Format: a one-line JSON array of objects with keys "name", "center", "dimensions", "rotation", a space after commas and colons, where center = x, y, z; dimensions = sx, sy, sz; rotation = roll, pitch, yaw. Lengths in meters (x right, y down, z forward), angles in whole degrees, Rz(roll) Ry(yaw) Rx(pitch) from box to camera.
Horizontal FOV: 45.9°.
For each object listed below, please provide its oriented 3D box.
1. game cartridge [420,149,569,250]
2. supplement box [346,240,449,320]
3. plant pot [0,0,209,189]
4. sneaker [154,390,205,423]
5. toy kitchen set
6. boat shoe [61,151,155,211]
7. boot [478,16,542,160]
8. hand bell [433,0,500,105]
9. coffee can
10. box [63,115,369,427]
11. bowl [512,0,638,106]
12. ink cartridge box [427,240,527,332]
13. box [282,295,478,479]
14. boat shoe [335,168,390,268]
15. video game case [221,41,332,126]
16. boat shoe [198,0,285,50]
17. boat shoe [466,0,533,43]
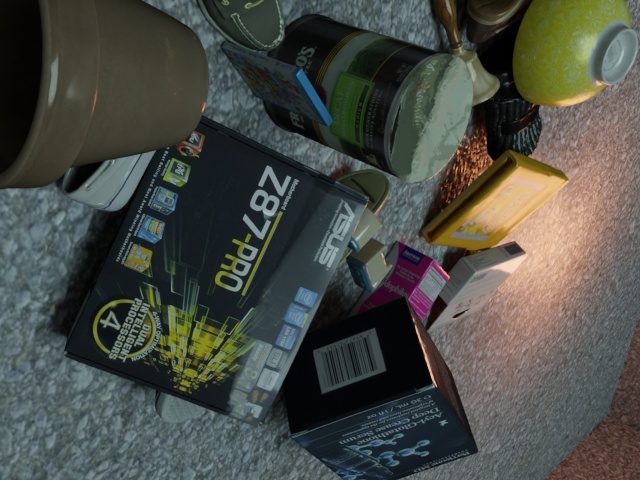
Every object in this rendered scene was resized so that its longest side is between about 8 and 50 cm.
[{"name": "game cartridge", "center": [0.426, -0.082, 1.809], "dimensions": [0.285, 0.053, 0.323], "rotation": [-46, 150, 26]}, {"name": "supplement box", "center": [0.174, 0.131, 1.696], "dimensions": [0.220, 0.111, 0.114], "rotation": [-56, 142, -8]}, {"name": "plant pot", "center": [-0.259, -0.184, 0.841], "dimensions": [0.229, 0.263, 0.263], "rotation": [-2, 115, -47]}, {"name": "sneaker", "center": [-0.187, 0.148, 1.272], "dimensions": [0.321, 0.127, 0.126], "rotation": [-55, 142, 1]}, {"name": "toy kitchen set", "center": [0.000, 0.000, 1.327], "dimensions": [0.122, 0.207, 0.166], "rotation": [-46, 144, -19]}, {"name": "boat shoe", "center": [-0.263, -0.167, 1.005], "dimensions": [0.268, 0.096, 0.088], "rotation": [-58, 149, 10]}, {"name": "boot", "center": [0.493, -0.365, 1.729], "dimensions": [0.348, 0.131, 0.260], "rotation": [-37, 132, -13]}, {"name": "hand bell", "center": [0.264, -0.397, 1.493], "dimensions": [0.126, 0.126, 0.242], "rotation": [-43, 127, -23]}, {"name": "coffee can", "center": [0.072, -0.230, 1.202], "dimensions": [0.201, 0.275, 0.202], "rotation": [-28, 132, -37]}, {"name": "box", "center": [-0.154, 0.042, 1.130], "dimensions": [0.318, 0.097, 0.395], "rotation": [25, 94, -17]}, {"name": "bowl", "center": [0.550, -0.397, 1.550], "dimensions": [0.289, 0.156, 0.290], "rotation": [-21, 128, -30]}, {"name": "ink cartridge box", "center": [0.400, 0.122, 2.007], "dimensions": [0.275, 0.060, 0.239], "rotation": [-13, 146, -45]}, {"name": "box", "center": [0.125, 0.337, 1.587], "dimensions": [0.293, 0.212, 0.395], "rotation": [-23, 142, 11]}, {"name": "boat shoe", "center": [0.015, -0.012, 1.430], "dimensions": [0.302, 0.113, 0.103], "rotation": [-44, 159, -15]}, {"name": "video game case", "center": [-0.065, -0.234, 1.127], "dimensions": [0.015, 0.166, 0.119], "rotation": [-53, 143, -12]}, {"name": "boat shoe", "center": [-0.119, -0.371, 1.037], "dimensions": [0.109, 0.091, 0.305], "rotation": [-50, 142, -14]}, {"name": "boat shoe", "center": [0.414, -0.526, 1.566], "dimensions": [0.342, 0.123, 0.123], "rotation": [-47, 161, -24]}]
